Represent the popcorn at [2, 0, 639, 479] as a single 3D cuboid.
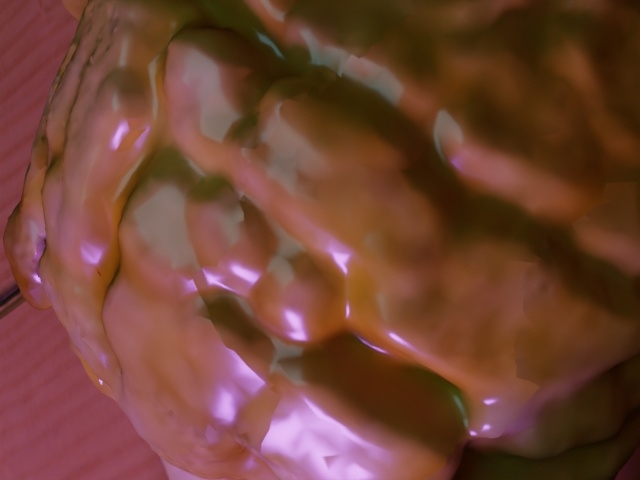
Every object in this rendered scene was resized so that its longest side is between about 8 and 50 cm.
[{"bbox_3d":[0.038,-0.045,0.576,0.354,0.344,0.390,-41,40,31],"label":"popcorn"}]
